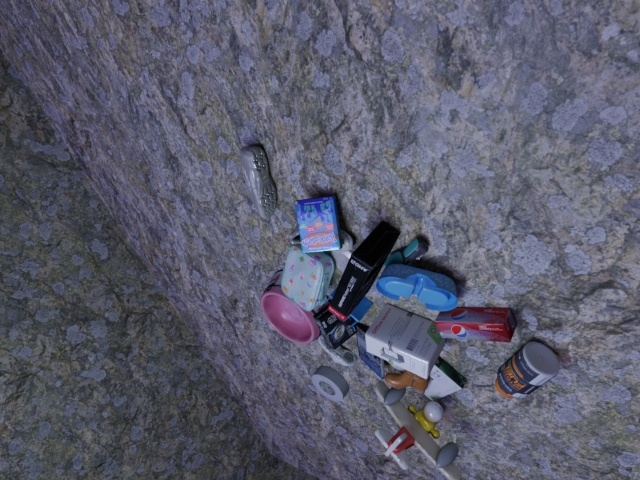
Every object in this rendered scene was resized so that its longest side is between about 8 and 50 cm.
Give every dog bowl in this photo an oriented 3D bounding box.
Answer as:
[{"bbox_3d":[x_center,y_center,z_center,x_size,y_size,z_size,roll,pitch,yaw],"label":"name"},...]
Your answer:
[{"bbox_3d":[0.354,0.168,1.517,0.296,0.074,0.166,14,147,9],"label":"dog bowl"},{"bbox_3d":[-0.132,0.354,2.113,0.407,0.150,0.408,24,137,25],"label":"dog bowl"}]

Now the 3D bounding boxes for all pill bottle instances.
[{"bbox_3d":[0.720,0.474,1.478,0.130,0.130,0.246,32,139,16],"label":"pill bottle"}]

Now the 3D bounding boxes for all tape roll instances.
[{"bbox_3d":[0.056,0.838,2.426,0.219,0.072,0.219,24,137,25],"label":"tape roll"}]

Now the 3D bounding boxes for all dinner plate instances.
[{"bbox_3d":[0.100,0.090,1.786,0.141,0.017,0.141,25,138,25],"label":"dinner plate"}]

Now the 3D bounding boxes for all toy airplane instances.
[{"bbox_3d":[0.428,0.822,1.839,0.385,0.384,0.273,32,108,-13],"label":"toy airplane"}]

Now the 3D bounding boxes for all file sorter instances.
[{"bbox_3d":[0.121,0.283,1.856,0.170,0.118,0.104,41,145,6],"label":"file sorter"}]

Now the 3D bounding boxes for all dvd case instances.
[{"bbox_3d":[0.238,0.528,1.990,0.180,0.022,0.253,37,146,46],"label":"dvd case"}]

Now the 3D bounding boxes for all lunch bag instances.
[{"bbox_3d":[-0.057,0.165,1.858,0.224,0.107,0.280,30,121,28],"label":"lunch bag"}]

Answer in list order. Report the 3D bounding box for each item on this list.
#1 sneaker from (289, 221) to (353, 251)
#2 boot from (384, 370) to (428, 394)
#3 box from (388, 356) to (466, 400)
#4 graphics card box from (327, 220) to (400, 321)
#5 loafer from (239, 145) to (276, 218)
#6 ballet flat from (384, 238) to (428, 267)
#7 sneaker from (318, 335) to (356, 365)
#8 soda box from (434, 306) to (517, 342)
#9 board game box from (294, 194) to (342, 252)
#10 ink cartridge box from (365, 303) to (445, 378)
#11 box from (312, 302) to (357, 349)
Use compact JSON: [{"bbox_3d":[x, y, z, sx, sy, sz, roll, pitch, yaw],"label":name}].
[{"bbox_3d":[0.000,0.000,1.718,0.291,0.118,0.110,14,130,31],"label":"sneaker"},{"bbox_3d":[0.382,0.599,1.846,0.196,0.073,0.153,11,133,19],"label":"boot"},{"bbox_3d":[0.450,0.564,1.855,0.322,0.058,0.232,40,141,5],"label":"box"},{"bbox_3d":[0.161,0.124,1.590,0.094,0.233,0.371,35,141,14],"label":"graphics card box"},{"bbox_3d":[-0.266,-0.244,1.756,0.111,0.112,0.320,15,125,39],"label":"loafer"},{"bbox_3d":[0.321,0.061,1.527,0.074,0.074,0.203,46,136,0],"label":"ballet flat"},{"bbox_3d":[0.071,0.588,2.187,0.232,0.090,0.115,42,144,6],"label":"sneaker"},{"bbox_3d":[0.556,0.301,1.503,0.263,0.092,0.084,-9,116,45],"label":"soda box"},{"bbox_3d":[-0.007,-0.063,1.627,0.159,0.047,0.211,-6,101,17],"label":"board game box"},{"bbox_3d":[0.347,0.403,1.691,0.272,0.198,0.115,19,135,30],"label":"ink cartridge box"},{"bbox_3d":[0.070,0.394,1.958,0.077,0.147,0.180,20,138,60],"label":"box"}]
